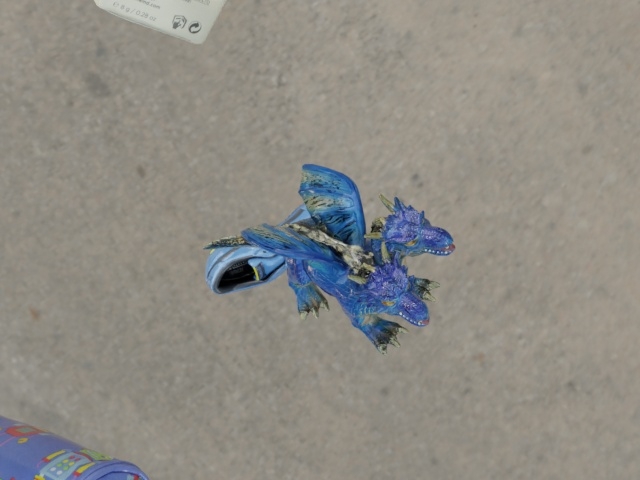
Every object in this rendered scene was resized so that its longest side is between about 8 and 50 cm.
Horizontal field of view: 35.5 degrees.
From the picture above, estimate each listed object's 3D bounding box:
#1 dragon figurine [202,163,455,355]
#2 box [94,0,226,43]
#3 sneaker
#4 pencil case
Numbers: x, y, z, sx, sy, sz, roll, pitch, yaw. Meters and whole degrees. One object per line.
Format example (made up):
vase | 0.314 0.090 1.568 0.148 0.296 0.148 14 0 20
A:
dragon figurine | 0.000 0.000 0.763 0.289 0.085 0.144 28 159 41
box | -0.076 -0.290 0.712 0.275 0.094 0.113 -56 41 24
sneaker | -0.042 0.013 1.220 0.209 0.082 0.069 -23 115 6
pencil case | -0.309 0.258 1.027 0.306 0.119 0.133 6 83 39
